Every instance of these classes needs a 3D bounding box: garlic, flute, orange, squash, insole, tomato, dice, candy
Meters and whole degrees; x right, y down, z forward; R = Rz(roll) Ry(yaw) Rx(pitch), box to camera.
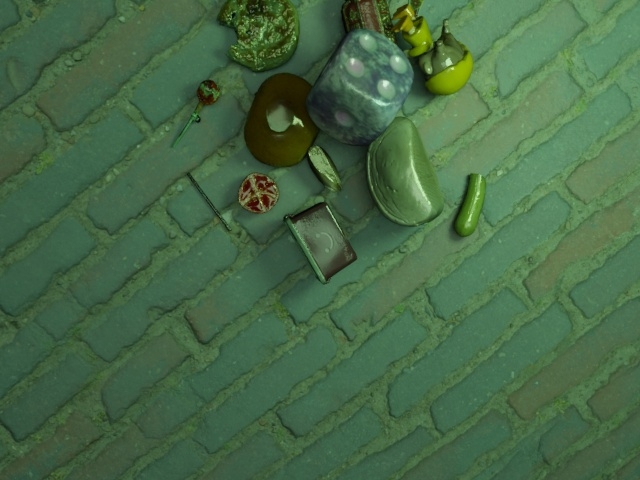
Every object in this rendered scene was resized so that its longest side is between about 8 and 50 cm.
[{"bbox_3d":[0.014,-0.266,1.729,0.086,0.101,0.196,-30,104,4],"label":"garlic"},{"bbox_3d":[-0.422,-0.145,1.762,0.014,0.014,0.270,-35,98,2],"label":"flute"},{"bbox_3d":[-0.127,-0.432,1.674,0.262,0.196,0.335,25,88,-20],"label":"orange"},{"bbox_3d":[0.584,-0.134,1.795,0.083,0.083,0.251,15,94,-5],"label":"squash"},{"bbox_3d":[0.350,-0.877,1.715,0.065,0.006,0.194,11,96,-5],"label":"insole"},{"bbox_3d":[-0.228,-0.176,1.742,0.155,0.069,0.156,0,96,-1],"label":"tomato"},{"bbox_3d":[0.127,-0.502,1.543,0.270,0.270,0.272,31,64,-12],"label":"dice"},{"bbox_3d":[-0.463,-0.458,1.694,0.078,0.084,0.288,35,101,-11],"label":"candy"}]

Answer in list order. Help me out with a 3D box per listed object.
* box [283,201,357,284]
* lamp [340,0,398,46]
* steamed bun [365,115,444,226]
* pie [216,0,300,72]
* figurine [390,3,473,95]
[{"bbox_3d":[0.000,0.000,1.727,0.167,0.193,0.294,-31,98,-8],"label":"box"},{"bbox_3d":[0.174,-0.745,1.646,0.176,0.177,0.274,-17,97,-1],"label":"lamp"},{"bbox_3d":[0.278,-0.229,1.666,0.236,0.247,0.384,-18,87,25],"label":"steamed bun"},{"bbox_3d":[-0.215,-0.758,1.667,0.302,0.067,0.303,0,96,-2],"label":"pie"},{"bbox_3d":[0.389,-0.661,1.624,0.343,0.187,0.215,34,63,-27],"label":"figurine"}]
